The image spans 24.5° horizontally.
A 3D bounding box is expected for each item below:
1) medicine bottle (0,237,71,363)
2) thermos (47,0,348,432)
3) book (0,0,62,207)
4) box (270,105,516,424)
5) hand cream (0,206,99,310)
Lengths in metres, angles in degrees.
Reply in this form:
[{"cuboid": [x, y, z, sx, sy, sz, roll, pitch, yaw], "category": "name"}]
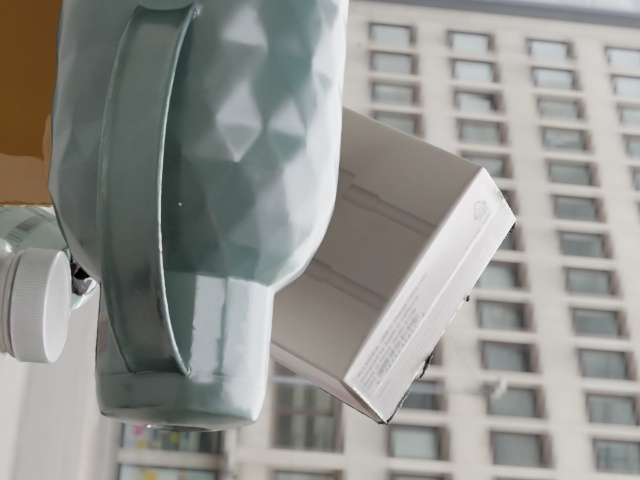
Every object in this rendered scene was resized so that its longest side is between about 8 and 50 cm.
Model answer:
[{"cuboid": [-0.295, 0.045, 1.146, 0.103, 0.187, 0.102, 4, 90, -85], "category": "medicine bottle"}, {"cuboid": [-0.061, -0.055, 0.703, 0.182, 0.145, 0.286, 61, 30, -73], "category": "thermos"}, {"cuboid": [-0.220, -0.209, 1.087, 0.028, 0.262, 0.374, -143, -125, -71], "category": "book"}, {"cuboid": [0.000, 0.000, 1.210, 0.203, 0.252, 0.106, -56, 145, -10], "category": "box"}, {"cuboid": [-0.320, -0.023, 1.328, 0.109, 0.321, 0.067, -43, 142, -32], "category": "hand cream"}]
